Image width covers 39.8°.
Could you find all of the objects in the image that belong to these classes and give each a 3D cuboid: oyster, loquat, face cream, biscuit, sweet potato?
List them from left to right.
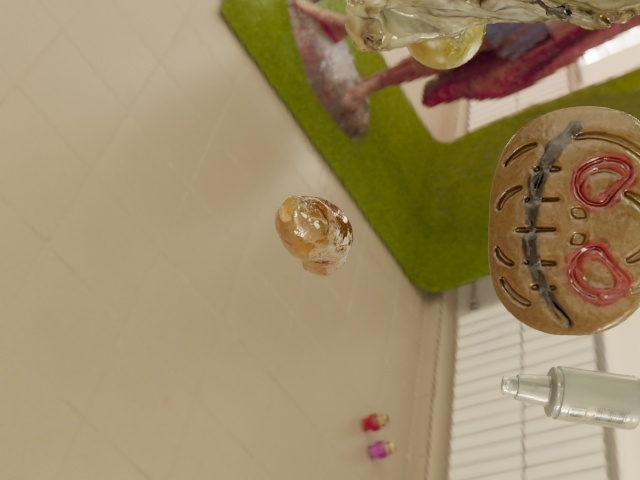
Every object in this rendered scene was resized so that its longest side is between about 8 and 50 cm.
[{"bbox_3d":[0.000,0.000,0.705,0.195,0.056,0.056,62,16,-72],"label":"sweet potato"},{"bbox_3d":[0.222,-0.378,1.570,0.152,0.152,0.195,63,8,-13],"label":"loquat"},{"bbox_3d":[0.172,-0.250,0.823,0.133,0.337,0.198,43,39,-55],"label":"oyster"},{"bbox_3d":[0.455,0.282,1.624,0.101,0.251,0.101,8,90,-89],"label":"face cream"},{"bbox_3d":[0.420,-0.031,1.403,0.063,0.314,0.367,10,83,-58],"label":"biscuit"}]
